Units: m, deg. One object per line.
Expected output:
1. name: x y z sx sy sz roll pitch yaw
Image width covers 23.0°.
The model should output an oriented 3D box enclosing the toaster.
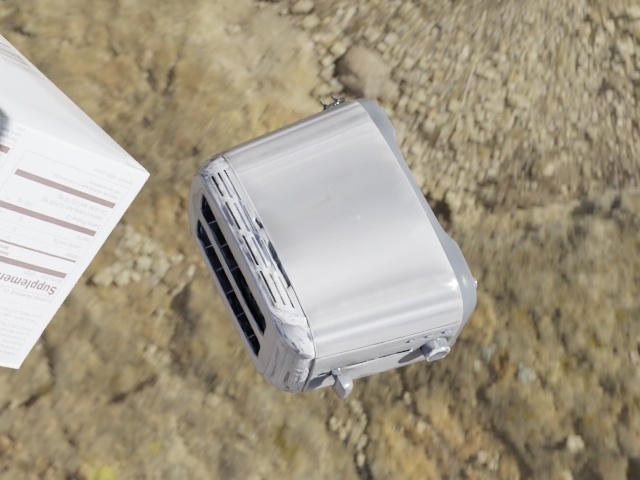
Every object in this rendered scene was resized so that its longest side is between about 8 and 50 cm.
1. toaster: 0.000 0.000 1.132 0.146 0.129 0.227 -20 70 -19

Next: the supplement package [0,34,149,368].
1. supplement package: -0.268 -0.072 0.897 0.262 0.204 0.145 42 101 33
